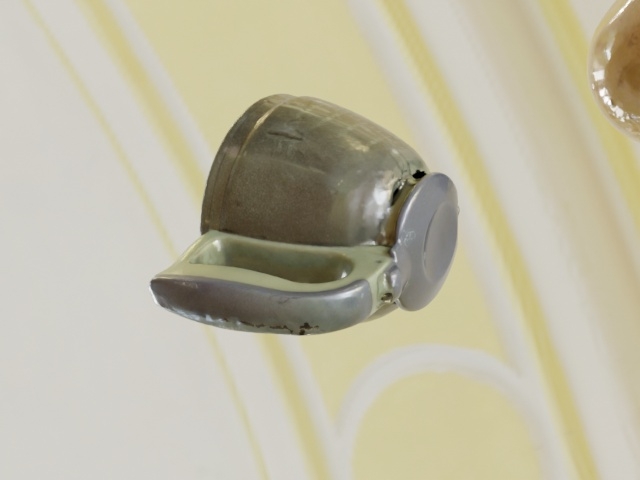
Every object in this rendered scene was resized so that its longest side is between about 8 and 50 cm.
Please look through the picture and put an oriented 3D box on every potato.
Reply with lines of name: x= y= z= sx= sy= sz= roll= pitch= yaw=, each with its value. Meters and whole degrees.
potato: x=0.212 y=-0.110 z=0.889 sx=0.147 sy=0.112 sz=0.112 roll=-24 pitch=-100 yaw=33

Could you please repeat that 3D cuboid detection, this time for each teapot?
teapot: x=0.003 y=-0.010 z=0.763 sx=0.108 sy=0.149 sz=0.111 roll=12 pitch=-89 yaw=29
